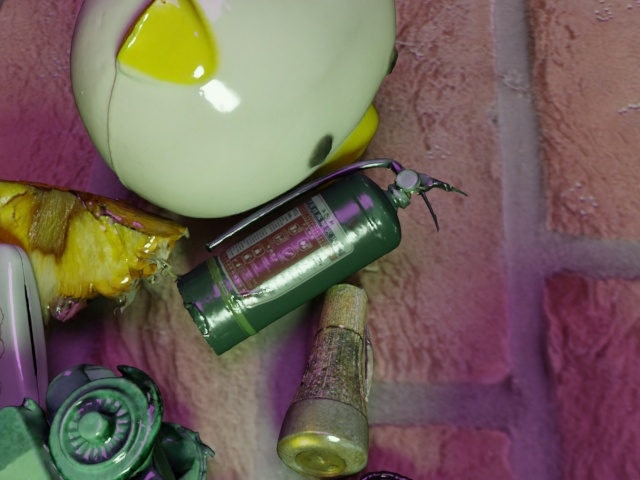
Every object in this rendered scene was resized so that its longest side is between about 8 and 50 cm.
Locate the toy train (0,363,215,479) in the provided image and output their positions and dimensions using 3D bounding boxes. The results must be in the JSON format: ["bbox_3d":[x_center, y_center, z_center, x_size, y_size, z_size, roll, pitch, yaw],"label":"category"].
[{"bbox_3d":[-0.185,0.257,0.776,0.238,0.167,0.299,-34,57,-6],"label":"toy train"}]

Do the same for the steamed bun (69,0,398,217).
[{"bbox_3d":[-0.086,-0.202,0.979,0.334,0.334,0.373,24,63,20],"label":"steamed bun"}]

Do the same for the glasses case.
[{"bbox_3d":[-0.312,0.098,0.921,0.074,0.049,0.193,-19,75,29],"label":"glasses case"}]

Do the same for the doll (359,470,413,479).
[{"bbox_3d":[0.043,0.268,0.804,0.165,0.057,0.139,-5,52,-5],"label":"doll"}]

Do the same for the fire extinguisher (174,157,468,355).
[{"bbox_3d":[0.000,0.000,0.926,0.294,0.093,0.118,-32,66,1],"label":"fire extinguisher"}]

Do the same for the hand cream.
[{"bbox_3d":[0.014,0.127,0.899,0.084,0.084,0.203,4,48,8],"label":"hand cream"}]

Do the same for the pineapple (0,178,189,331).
[{"bbox_3d":[-0.241,0.025,0.985,0.250,0.140,0.164,8,97,29],"label":"pineapple"}]
